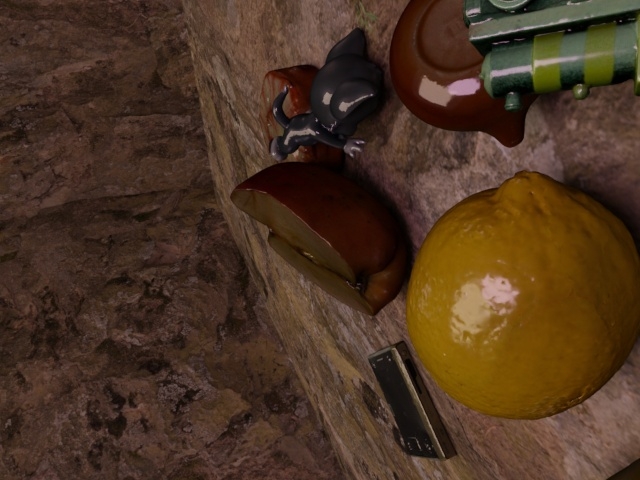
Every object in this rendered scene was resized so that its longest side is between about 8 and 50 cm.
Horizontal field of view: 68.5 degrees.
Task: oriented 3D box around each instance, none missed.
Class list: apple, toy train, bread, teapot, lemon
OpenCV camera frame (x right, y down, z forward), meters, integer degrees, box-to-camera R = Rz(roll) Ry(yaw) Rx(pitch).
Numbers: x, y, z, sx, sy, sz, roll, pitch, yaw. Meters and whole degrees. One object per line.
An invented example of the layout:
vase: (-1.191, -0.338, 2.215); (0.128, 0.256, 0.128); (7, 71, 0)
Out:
apple: (0.000, 0.000, 0.955); (0.365, 0.329, 0.295); (29, 112, 40)
toy train: (0.213, -0.168, 0.364); (0.200, 0.083, 0.132); (2, 95, 34)
bread: (-0.054, -0.258, 1.133); (0.327, 0.114, 0.295); (106, 142, -62)
teapot: (0.163, -0.220, 0.520); (0.135, 0.178, 0.252); (20, -129, -62)
lemon: (0.209, 0.067, 0.509); (0.236, 0.236, 0.263); (59, 175, 33)

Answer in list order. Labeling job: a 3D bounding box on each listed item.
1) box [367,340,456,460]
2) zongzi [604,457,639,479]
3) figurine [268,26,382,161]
box: (0.206, 0.386, 1.129); (0.270, 0.045, 0.211); (67, 160, 13)
zongzi: (0.347, 0.236, 0.478); (0.274, 0.145, 0.299); (132, 134, -76)
figurine: (0.004, -0.251, 0.866); (0.140, 0.265, 0.193); (45, -139, -45)
